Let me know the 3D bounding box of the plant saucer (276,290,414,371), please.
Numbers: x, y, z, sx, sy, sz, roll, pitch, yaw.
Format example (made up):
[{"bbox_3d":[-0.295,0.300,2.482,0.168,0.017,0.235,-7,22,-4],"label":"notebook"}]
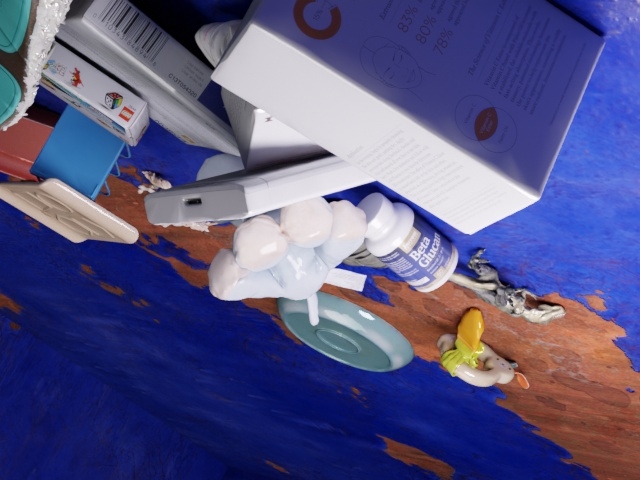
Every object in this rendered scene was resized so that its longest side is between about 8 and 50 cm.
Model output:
[{"bbox_3d":[0.044,0.197,2.486,0.317,0.044,0.317,22,159,9],"label":"plant saucer"}]

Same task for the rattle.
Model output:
[{"bbox_3d":[0.325,0.195,2.177,0.199,0.143,0.130,17,-165,-18],"label":"rattle"}]

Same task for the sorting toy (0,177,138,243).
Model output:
[{"bbox_3d":[-0.425,-0.054,1.993,0.193,0.038,0.208,35,158,-33],"label":"sorting toy"}]

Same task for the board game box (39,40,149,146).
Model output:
[{"bbox_3d":[-0.402,-0.259,1.812,0.305,0.053,0.193,34,173,-4],"label":"board game box"}]

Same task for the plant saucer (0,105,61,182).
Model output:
[{"bbox_3d":[-0.565,-0.193,2.216,0.259,0.048,0.258,20,154,1],"label":"plant saucer"}]

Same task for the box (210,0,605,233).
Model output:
[{"bbox_3d":[0.093,-0.195,1.275,0.345,0.215,0.168,31,159,-11],"label":"box"}]

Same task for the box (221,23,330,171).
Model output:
[{"bbox_3d":[-0.017,-0.186,1.442,0.180,0.119,0.182,-13,162,-13],"label":"box"}]

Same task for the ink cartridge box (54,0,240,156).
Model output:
[{"bbox_3d":[-0.244,-0.243,1.718,0.324,0.071,0.330,37,173,-27],"label":"ink cartridge box"}]

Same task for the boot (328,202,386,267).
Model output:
[{"bbox_3d":[0.000,0.000,2.033,0.246,0.083,0.161,7,158,43],"label":"boot"}]

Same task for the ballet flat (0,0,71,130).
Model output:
[{"bbox_3d":[-0.387,-0.271,1.541,0.147,0.147,0.409,31,146,-14],"label":"ballet flat"}]

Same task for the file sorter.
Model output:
[{"bbox_3d":[-0.391,-0.146,2.007,0.118,0.170,0.104,24,161,6],"label":"file sorter"}]

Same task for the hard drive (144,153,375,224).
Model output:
[{"bbox_3d":[-0.024,-0.085,1.566,0.233,0.353,0.047,-3,101,52],"label":"hard drive"}]

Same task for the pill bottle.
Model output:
[{"bbox_3d":[0.129,0.000,1.856,0.169,0.094,0.094,38,156,-28],"label":"pill bottle"}]

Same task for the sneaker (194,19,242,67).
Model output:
[{"bbox_3d":[-0.076,-0.228,1.599,0.232,0.090,0.115,41,174,-39],"label":"sneaker"}]

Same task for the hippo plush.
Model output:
[{"bbox_3d":[-0.060,-0.045,1.810,0.234,0.237,0.294,-39,149,25],"label":"hippo plush"}]

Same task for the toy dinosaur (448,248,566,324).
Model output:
[{"bbox_3d":[0.273,0.071,1.911,0.268,0.064,0.118,28,166,4],"label":"toy dinosaur"}]

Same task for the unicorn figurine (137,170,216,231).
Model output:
[{"bbox_3d":[-0.275,-0.061,2.221,0.111,0.060,0.162,12,155,33],"label":"unicorn figurine"}]
